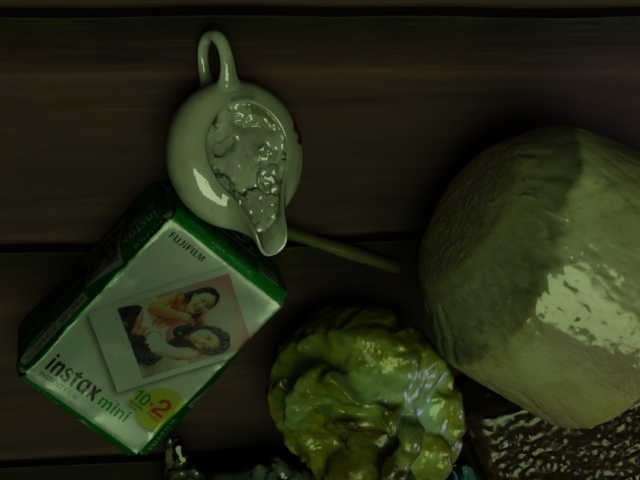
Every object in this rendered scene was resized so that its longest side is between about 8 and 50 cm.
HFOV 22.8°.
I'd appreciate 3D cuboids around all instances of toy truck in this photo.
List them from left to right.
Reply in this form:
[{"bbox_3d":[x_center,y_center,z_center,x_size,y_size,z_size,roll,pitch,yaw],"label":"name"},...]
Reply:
[{"bbox_3d":[0.151,0.286,1.817,0.090,0.056,0.073,15,99,-33],"label":"toy truck"}]

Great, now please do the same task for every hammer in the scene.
[{"bbox_3d":[0.000,0.000,1.662,0.199,0.062,0.013,18,133,-28],"label":"hammer"}]

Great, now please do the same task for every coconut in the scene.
[{"bbox_3d":[0.272,0.039,1.616,0.329,0.329,0.329,-5,114,-11],"label":"coconut"}]

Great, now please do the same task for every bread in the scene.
[{"bbox_3d":[0.360,0.169,1.781,0.416,0.113,0.165,-21,113,-3],"label":"bread"}]

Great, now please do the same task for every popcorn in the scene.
[{"bbox_3d":[0.046,0.173,1.665,0.204,0.184,0.221,-20,111,44],"label":"popcorn"}]

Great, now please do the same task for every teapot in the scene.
[{"bbox_3d":[-0.089,-0.094,1.563,0.145,0.092,0.226,-18,96,-33],"label":"teapot"}]

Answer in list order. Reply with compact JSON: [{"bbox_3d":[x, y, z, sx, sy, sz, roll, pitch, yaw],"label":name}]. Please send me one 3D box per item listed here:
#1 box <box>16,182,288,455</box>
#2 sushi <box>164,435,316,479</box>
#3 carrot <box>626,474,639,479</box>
[{"bbox_3d":[-0.175,0.082,1.620,0.180,0.103,0.250,39,99,-24],"label":"box"},{"bbox_3d":[-0.072,0.334,1.714,0.274,0.139,0.184,29,130,-21],"label":"sushi"},{"bbox_3d":[0.431,0.246,1.858,0.314,0.066,0.066,-20,116,-5],"label":"carrot"}]
